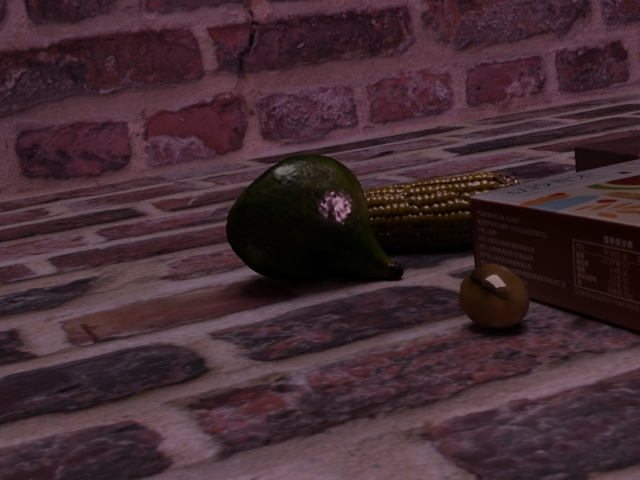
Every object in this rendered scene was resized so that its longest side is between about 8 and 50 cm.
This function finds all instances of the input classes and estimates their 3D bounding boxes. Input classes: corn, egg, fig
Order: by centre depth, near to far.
[{"bbox_3d":[0.197,0.065,1.109,0.071,0.071,0.083,-13,31,-25],"label":"egg"},{"bbox_3d":[0.000,0.000,1.395,0.203,0.235,0.203,-46,-5,-5],"label":"fig"},{"bbox_3d":[0.162,-0.038,1.523,0.317,0.115,0.115,-5,12,18],"label":"corn"}]

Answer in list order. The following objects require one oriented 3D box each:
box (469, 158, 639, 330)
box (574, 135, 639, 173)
[{"bbox_3d":[0.430,-0.010,1.192,0.344,0.122,0.385,-13,13,-24],"label":"box"},{"bbox_3d":[0.590,-0.134,1.762,0.215,0.086,0.215,-10,12,-16],"label":"box"}]
